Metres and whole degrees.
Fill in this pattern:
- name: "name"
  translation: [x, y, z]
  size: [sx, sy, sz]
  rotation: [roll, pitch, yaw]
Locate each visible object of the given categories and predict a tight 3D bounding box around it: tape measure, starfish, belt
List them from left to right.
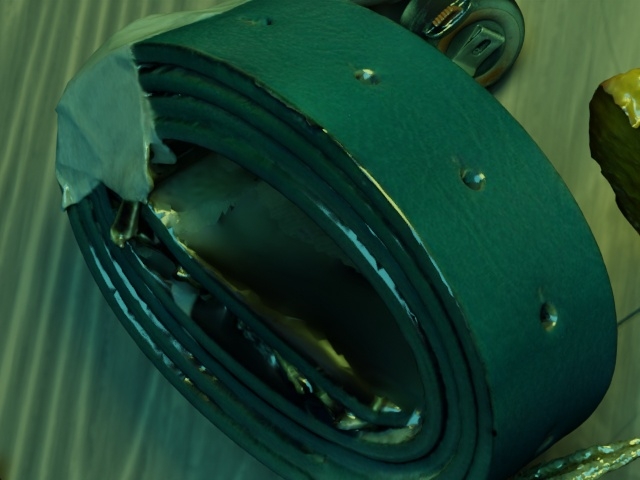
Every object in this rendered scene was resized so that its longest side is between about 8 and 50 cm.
- name: "belt"
  translation: [0.002, 0.001, 1.369]
  size: [0.436, 0.173, 0.300]
  rotation: [35, 133, 24]
- name: "tape measure"
  translation: [0.119, -0.121, 1.440]
  size: [0.107, 0.104, 0.180]
  rotation: [-57, 28, 21]
- name: "starfish"
  translation: [0.119, 0.197, 1.366]
  size: [0.231, 0.295, 0.048]
  rotation: [-38, 113, -8]

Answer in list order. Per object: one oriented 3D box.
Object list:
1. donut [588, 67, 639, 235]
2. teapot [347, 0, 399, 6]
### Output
- name: "donut"
  translation: [0.383, 0.036, 1.257]
  size: [0.163, 0.377, 0.435]
  rotation: [-40, 56, -9]
- name: "teapot"
  translation: [0.039, -0.234, 1.487]
  size: [0.245, 0.159, 0.116]
  rotation: [-42, 114, -19]
